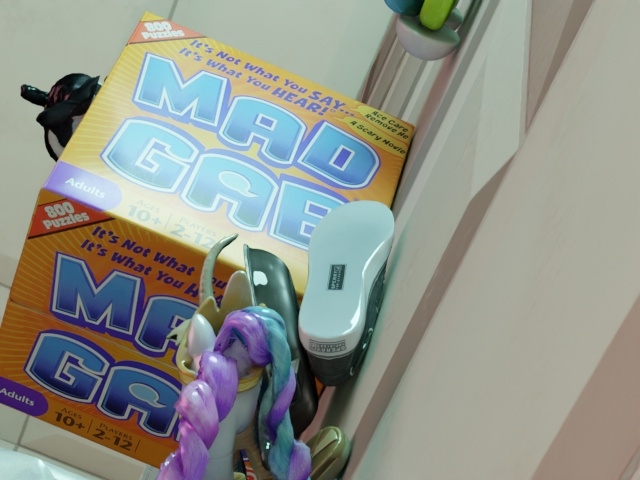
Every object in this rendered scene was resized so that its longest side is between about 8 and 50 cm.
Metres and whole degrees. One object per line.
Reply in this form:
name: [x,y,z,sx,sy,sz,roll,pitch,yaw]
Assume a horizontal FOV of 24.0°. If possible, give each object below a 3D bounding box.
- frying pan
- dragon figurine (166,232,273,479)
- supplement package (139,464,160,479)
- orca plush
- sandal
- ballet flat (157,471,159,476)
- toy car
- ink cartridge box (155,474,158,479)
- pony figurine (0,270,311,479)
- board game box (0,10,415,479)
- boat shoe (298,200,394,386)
frying pan: [-0.041,0.094,1.379,0.326,0.053,0.197,80,178,-87]
dragon figurine: [-0.089,0.144,1.482,0.144,0.085,0.289,73,-176,-55]
supplement package: [-0.171,0.285,2.394,0.204,0.145,0.262,-76,9,-74]
orca plush: [-0.323,-0.147,1.813,0.287,0.102,0.151,-119,51,-86]
sandal: [-0.021,0.222,1.261,0.180,0.049,0.072,-48,20,35]
ballet flat: [-0.103,0.225,2.035,0.147,0.147,0.409,119,170,-65]
toy car: [0.117,-0.307,1.715,0.182,0.136,0.159,-73,7,-62]
ink cartridge box: [-0.201,0.435,2.042,0.311,0.065,0.186,-94,22,-45]
pony figurine: [-0.110,0.231,1.044,0.351,0.303,0.363,-51,-30,-70]
board game box: [-0.142,0.022,1.781,0.356,0.356,0.356,-71,5,-48]
boat shoe: [0.027,0.050,1.429,0.228,0.080,0.076,-79,-13,-53]
